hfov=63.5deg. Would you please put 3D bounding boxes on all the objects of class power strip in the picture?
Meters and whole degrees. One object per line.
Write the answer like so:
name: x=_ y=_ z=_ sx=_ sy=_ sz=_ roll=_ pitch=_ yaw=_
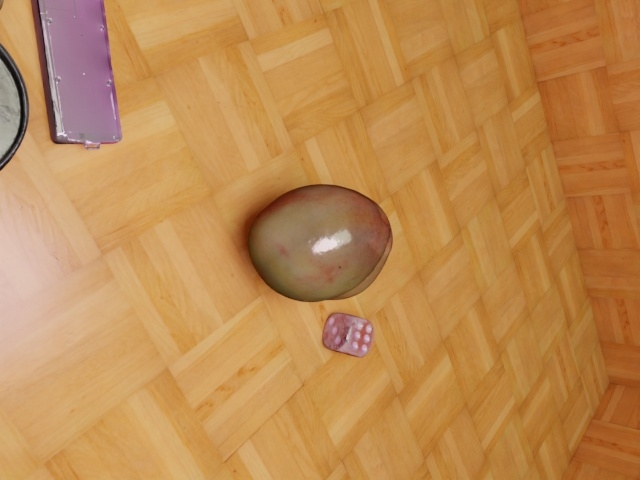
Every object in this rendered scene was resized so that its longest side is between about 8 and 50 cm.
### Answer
power strip: x=-0.408 y=-0.291 z=0.871 sx=0.109 sy=0.038 sz=0.278 roll=-10 pitch=97 yaw=-41

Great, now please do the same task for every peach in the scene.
peach: x=0.000 y=0.000 z=1.058 sx=0.292 sy=0.292 sz=0.247 roll=-5 pitch=68 yaw=-42

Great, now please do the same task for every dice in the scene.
dice: x=0.067 y=0.229 z=1.255 sx=0.094 sy=0.091 sz=0.093 roll=25 pitch=74 yaw=-40

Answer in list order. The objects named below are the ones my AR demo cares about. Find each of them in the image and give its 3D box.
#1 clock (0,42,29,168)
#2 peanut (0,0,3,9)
clock: x=-0.560 y=-0.200 z=0.724 sx=0.281 sy=0.055 sz=0.280 roll=0 pitch=90 yaw=-41
peanut: x=-0.487 y=-0.391 z=0.750 sx=0.082 sy=0.082 sz=0.187 roll=28 pitch=53 yaw=-38
